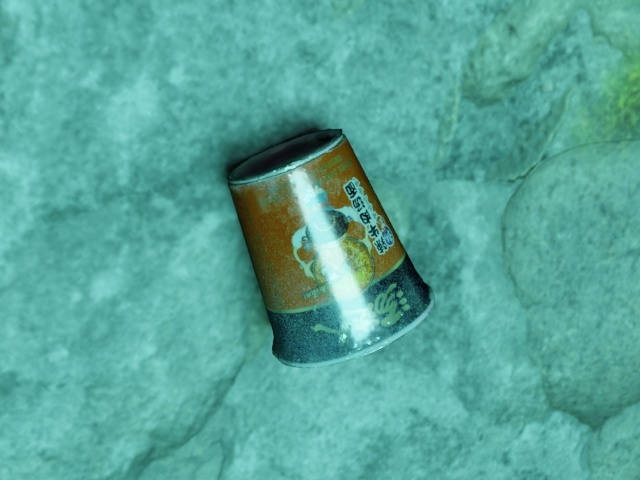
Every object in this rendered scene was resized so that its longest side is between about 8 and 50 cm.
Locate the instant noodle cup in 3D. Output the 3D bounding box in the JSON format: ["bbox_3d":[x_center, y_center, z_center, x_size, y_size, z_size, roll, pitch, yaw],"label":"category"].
[{"bbox_3d":[0.000,0.001,0.681,0.127,0.127,0.136,-26,107,-13],"label":"instant noodle cup"}]
